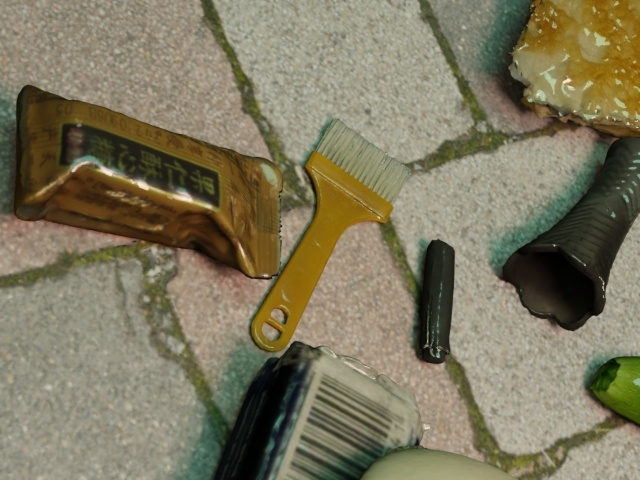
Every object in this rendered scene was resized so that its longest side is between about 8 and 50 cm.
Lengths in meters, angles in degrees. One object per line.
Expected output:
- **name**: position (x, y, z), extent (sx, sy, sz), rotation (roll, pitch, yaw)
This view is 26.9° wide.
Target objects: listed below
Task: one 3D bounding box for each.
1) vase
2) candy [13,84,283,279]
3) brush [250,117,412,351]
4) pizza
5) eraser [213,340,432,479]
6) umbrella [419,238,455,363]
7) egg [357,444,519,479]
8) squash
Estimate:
- **vase**: position (0.300, -0.019, 1.435), extent (0.115, 0.115, 0.237), rotation (45, 53, -2)
- **candy**: position (-0.149, -0.046, 1.216), extent (0.271, 0.101, 0.143), rotation (15, 55, -28)
- **brush**: position (0.000, 0.000, 1.319), extent (0.103, 0.013, 0.272), rotation (34, 57, -9)
- **pizza**: position (0.420, -0.236, 1.612), extent (0.392, 0.080, 0.435), rotation (32, 58, -11)
- **eraser**: position (-0.024, 0.257, 1.133), extent (0.155, 0.101, 0.332), rotation (30, 58, -14)
- **umbrella**: position (0.119, 0.061, 1.341), extent (0.036, 0.031, 0.133), rotation (17, 61, -18)
- **egg**: position (0.132, 0.295, 1.082), extent (0.286, 0.174, 0.264), rotation (31, 58, -47)
- **squash**: position (0.420, 0.189, 1.406), extent (0.292, 0.082, 0.082), rotation (23, 59, -16)
